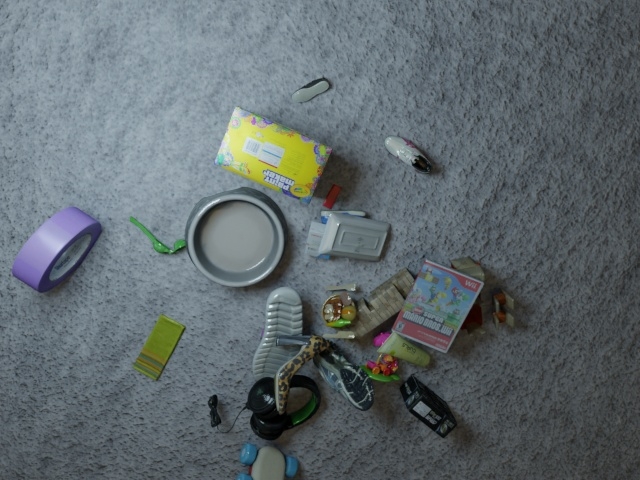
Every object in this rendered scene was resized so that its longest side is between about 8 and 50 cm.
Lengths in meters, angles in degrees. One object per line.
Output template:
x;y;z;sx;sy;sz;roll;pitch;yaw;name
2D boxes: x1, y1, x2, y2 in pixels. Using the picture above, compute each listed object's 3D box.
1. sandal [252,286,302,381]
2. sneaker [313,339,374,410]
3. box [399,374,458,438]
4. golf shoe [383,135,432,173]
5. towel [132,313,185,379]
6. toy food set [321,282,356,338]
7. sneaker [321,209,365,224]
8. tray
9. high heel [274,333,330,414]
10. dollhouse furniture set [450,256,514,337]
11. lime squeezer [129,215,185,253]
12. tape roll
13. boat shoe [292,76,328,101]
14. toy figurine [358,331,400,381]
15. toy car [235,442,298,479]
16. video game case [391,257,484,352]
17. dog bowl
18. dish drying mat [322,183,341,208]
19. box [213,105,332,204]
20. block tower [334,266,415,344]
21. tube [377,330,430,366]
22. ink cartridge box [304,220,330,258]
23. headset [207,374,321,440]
-0.142;0.334;1.564;0.169;0.102;0.416;7;115;-17;sandal
0.077;0.483;1.553;0.283;0.110;0.122;48;138;28;sneaker
0.390;0.603;1.608;0.180;0.147;0.077;40;98;-10;box
0.294;-0.286;1.451;0.186;0.086;0.067;32;101;-6;golf shoe
-0.587;0.389;1.601;0.102;0.021;0.237;29;99;-8;towel
0.061;0.238;1.513;0.132;0.038;0.192;-6;66;21;toy food set
0.078;-0.061;1.505;0.152;0.058;0.084;-1;99;0;sneaker
0.124;-0.004;1.463;0.270;0.030;0.145;9;105;-36;tray
-0.059;0.447;1.476;0.186;0.093;0.261;4;80;-12;high heel
0.526;0.204;1.558;0.262;0.135;0.259;-11;113;1;dollhouse furniture set
-0.502;-0.005;1.515;0.310;0.059;0.110;8;69;-3;lime squeezer
-0.823;0.028;1.390;0.090;0.275;0.275;37;99;-8;tape roll
-0.036;-0.489;1.424;0.125;0.038;0.046;-25;143;9;boat shoe
0.239;0.412;1.593;0.173;0.130;0.159;17;92;-27;toy figurine
-0.243;0.911;1.663;0.219;0.210;0.238;29;128;-20;toy car
0.388;0.222;1.477;0.204;0.025;0.285;22;108;2;video game case
-0.277;-0.004;1.462;0.349;0.102;0.348;-2;100;-10;dog bowl
0.040;-0.150;1.512;0.032;0.008;0.083;26;101;-6;dish drying mat
-0.134;-0.259;1.347;0.290;0.279;0.177;23;100;-5;box
0.193;0.236;1.553;0.335;0.097;0.091;-36;100;7;block tower
0.297;0.388;1.548;0.240;0.062;0.070;32;59;-37;tube
0.000;0.000;1.486;0.088;0.052;0.122;12;140;-1;ink cartridge box
-0.200;0.587;1.593;0.394;0.185;0.243;-11;124;-16;headset
